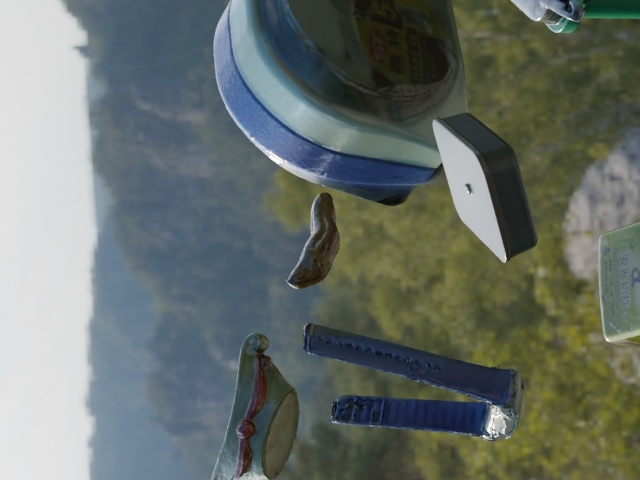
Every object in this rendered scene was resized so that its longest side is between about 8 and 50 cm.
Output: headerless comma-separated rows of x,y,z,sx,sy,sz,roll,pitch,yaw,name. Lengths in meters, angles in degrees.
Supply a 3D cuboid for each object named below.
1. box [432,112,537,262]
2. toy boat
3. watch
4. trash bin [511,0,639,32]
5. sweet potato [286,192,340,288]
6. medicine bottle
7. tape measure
0.123,-0.043,1.068,0.126,0.031,0.091,-124,16,-69,box
-0.067,0.192,1.495,0.089,0.071,0.185,6,-81,-56,toy boat
0.130,0.185,1.893,0.276,0.274,0.068,71,-153,-62,watch
0.417,-0.394,1.782,0.295,0.381,0.259,-118,33,-58,trash bin
0.002,0.000,2.061,0.054,0.053,0.182,-34,29,42,sweet potato
0.388,0.036,1.527,0.188,0.088,0.132,-26,60,58,medicine bottle
0.025,-0.192,1.482,0.138,0.262,0.259,-43,44,43,tape measure
